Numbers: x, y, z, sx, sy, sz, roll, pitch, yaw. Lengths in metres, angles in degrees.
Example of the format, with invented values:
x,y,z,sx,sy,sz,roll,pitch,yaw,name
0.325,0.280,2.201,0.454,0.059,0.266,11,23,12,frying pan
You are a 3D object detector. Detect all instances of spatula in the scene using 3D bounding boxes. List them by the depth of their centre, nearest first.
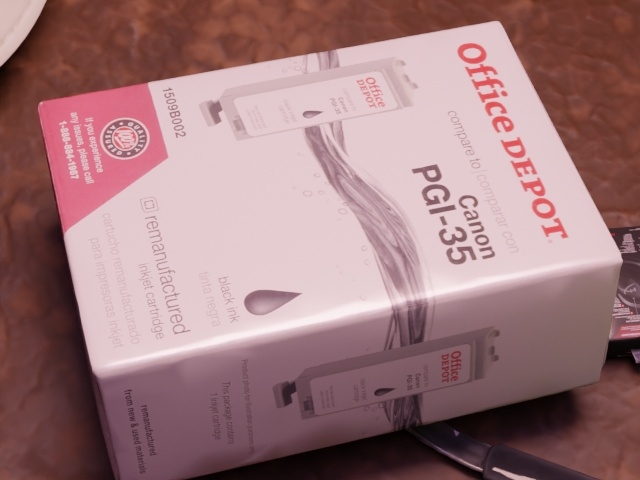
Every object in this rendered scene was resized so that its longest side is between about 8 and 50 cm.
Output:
x,y,z,sx,sy,sz,roll,pitch,yaw,name
0.077,0.112,0.877,0.296,0.030,0.084,24,55,9,spatula

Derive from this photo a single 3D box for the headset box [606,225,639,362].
x,y,z,sx,sy,sz,roll,pitch,yaw,name
0.194,0.034,0.924,0.062,0.032,0.083,-5,64,-5,headset box

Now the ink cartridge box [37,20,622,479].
x,y,z,sx,sy,sz,roll,pitch,yaw,name
0.000,0.000,0.863,0.283,0.117,0.207,-12,50,-9,ink cartridge box

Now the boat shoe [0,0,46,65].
x,y,z,sx,sy,sz,roll,pitch,yaw,name
-0.235,-0.222,1.002,0.109,0.091,0.305,23,58,-34,boat shoe
